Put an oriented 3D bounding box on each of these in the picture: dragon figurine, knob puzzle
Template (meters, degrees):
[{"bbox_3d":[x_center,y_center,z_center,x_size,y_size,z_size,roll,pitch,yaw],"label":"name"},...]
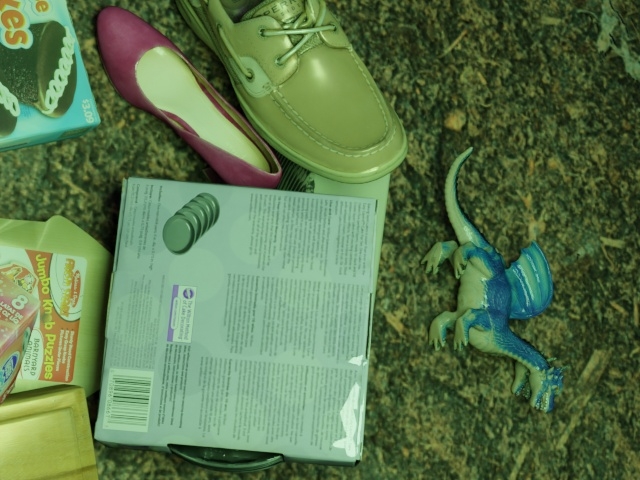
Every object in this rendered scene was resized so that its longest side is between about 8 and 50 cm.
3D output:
[{"bbox_3d":[0.194,0.047,1.548,0.144,0.085,0.289,-2,85,-29],"label":"dragon figurine"},{"bbox_3d":[-0.261,0.072,1.341,0.213,0.030,0.213,3,85,-28],"label":"knob puzzle"}]

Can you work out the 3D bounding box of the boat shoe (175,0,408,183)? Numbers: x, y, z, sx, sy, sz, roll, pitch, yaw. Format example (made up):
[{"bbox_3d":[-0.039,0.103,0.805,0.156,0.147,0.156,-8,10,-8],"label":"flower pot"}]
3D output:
[{"bbox_3d":[-0.041,-0.194,1.382,0.121,0.110,0.341,-34,65,-19],"label":"boat shoe"}]

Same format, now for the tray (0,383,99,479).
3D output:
[{"bbox_3d":[-0.389,0.261,1.202,0.411,0.076,0.203,-10,92,-27],"label":"tray"}]

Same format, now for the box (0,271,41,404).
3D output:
[{"bbox_3d":[-0.397,0.048,1.152,0.300,0.154,0.142,34,51,5],"label":"box"}]

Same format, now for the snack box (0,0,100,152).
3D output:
[{"bbox_3d":[-0.345,-0.241,1.348,0.187,0.060,0.322,-15,87,-29],"label":"snack box"}]

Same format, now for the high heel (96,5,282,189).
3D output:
[{"bbox_3d":[-0.130,-0.142,1.404,0.082,0.117,0.244,-36,97,-25],"label":"high heel"}]

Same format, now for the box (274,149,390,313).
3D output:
[{"bbox_3d":[0.000,0.000,1.447,0.094,0.113,0.275,15,72,-23],"label":"box"}]

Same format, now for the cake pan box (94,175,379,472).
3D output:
[{"bbox_3d":[-0.074,0.080,1.323,0.245,0.070,0.267,3,75,2],"label":"cake pan box"}]
